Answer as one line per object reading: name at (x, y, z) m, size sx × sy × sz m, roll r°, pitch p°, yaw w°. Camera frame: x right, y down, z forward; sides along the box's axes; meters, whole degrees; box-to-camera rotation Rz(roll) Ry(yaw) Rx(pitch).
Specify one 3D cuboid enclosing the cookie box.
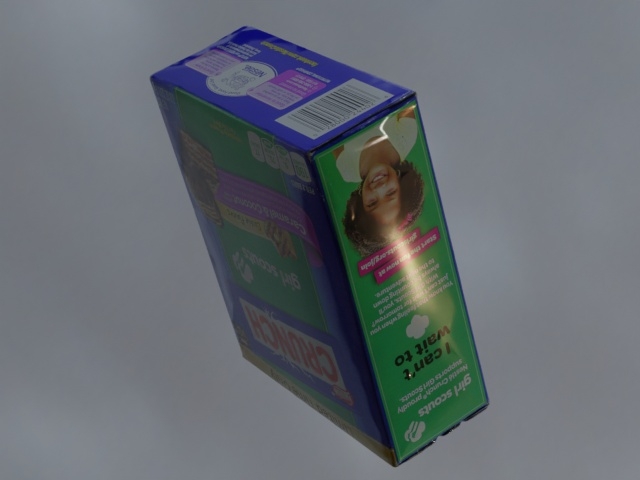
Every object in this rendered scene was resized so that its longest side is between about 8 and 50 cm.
cookie box at (0.000, 0.000, 0.503) m, size 0.092 × 0.040 × 0.107 m, roll 29°, pitch -37°, yaw 52°
